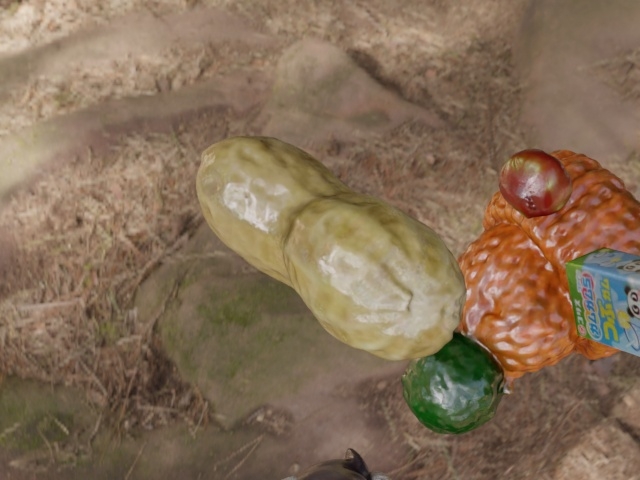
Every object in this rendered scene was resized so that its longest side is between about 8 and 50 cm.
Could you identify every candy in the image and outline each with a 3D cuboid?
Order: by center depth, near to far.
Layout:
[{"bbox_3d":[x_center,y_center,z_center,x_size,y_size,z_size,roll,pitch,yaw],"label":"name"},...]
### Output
[{"bbox_3d":[0.357,0.074,1.088,0.062,0.194,0.097,-21,107,-22],"label":"candy"}]

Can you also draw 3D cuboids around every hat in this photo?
[{"bbox_3d":[0.267,0.085,1.377,0.400,0.285,0.285,-35,69,1],"label":"hat"}]

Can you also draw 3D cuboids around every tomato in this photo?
[{"bbox_3d":[0.253,-0.066,1.193,0.087,0.087,0.075,37,80,11],"label":"tomato"}]

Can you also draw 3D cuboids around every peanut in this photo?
[{"bbox_3d":[-0.001,-0.001,0.581,0.193,0.089,0.089,32,56,30],"label":"peanut"}]

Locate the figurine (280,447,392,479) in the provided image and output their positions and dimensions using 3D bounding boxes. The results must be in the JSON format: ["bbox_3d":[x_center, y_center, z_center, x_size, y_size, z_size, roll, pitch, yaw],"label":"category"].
[{"bbox_3d":[0.106,0.414,1.339,0.365,0.218,0.206,5,13,9],"label":"figurine"}]
